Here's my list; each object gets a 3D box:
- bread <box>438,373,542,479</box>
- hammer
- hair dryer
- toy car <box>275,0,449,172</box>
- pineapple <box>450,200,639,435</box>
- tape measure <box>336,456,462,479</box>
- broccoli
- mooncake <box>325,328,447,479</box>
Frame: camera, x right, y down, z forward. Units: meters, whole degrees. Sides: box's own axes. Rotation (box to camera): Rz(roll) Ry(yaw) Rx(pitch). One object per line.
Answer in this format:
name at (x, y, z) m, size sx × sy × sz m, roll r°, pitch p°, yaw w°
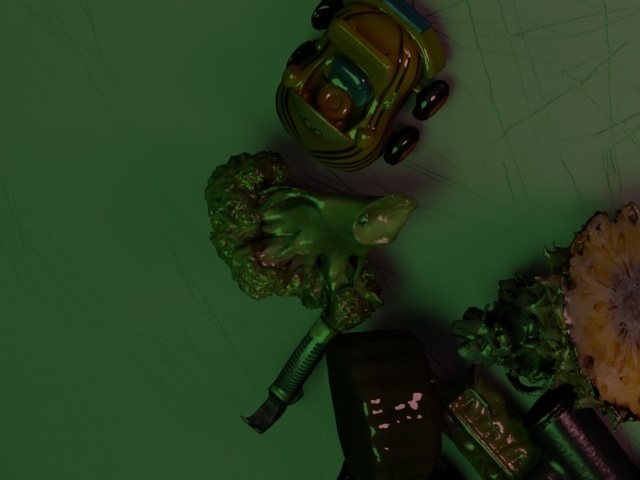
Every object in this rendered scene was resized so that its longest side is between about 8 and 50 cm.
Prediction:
bread at (0.265, 0.305, 1.679) m, size 0.269 × 0.098 × 0.087 m, roll 50°, pitch 177°, yaw 2°
hammer at (-0.036, 0.197, 1.823) m, size 0.041 × 0.159 × 0.226 m, roll 40°, pitch 121°, yaw 9°
hair dryer at (0.289, 0.335, 1.600) m, size 0.251 × 0.089 × 0.197 m, roll -39°, pitch 93°, yaw 1°
toy car at (0.036, -0.187, 1.511) m, size 0.200 × 0.142 × 0.248 m, roll 41°, pitch 134°, yaw 11°
pineapple at (0.283, 0.105, 1.469) m, size 0.272 × 0.262 × 0.262 m, roll -14°, pitch 107°, yaw 54°
tape measure at (0.115, 0.401, 1.821) m, size 0.223 × 0.135 × 0.202 m, roll 32°, pitch 123°, yaw 11°
broccoli at (-0.019, 0.023, 1.629) m, size 0.302 × 0.186 × 0.254 m, roll 30°, pitch 148°, yaw 42°
mooncake at (0.091, 0.230, 1.662) m, size 0.228 × 0.124 × 0.228 m, roll 169°, pitch 90°, yaw -77°
